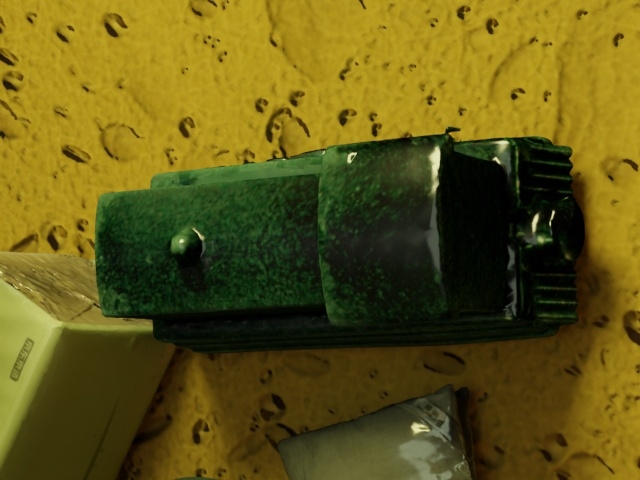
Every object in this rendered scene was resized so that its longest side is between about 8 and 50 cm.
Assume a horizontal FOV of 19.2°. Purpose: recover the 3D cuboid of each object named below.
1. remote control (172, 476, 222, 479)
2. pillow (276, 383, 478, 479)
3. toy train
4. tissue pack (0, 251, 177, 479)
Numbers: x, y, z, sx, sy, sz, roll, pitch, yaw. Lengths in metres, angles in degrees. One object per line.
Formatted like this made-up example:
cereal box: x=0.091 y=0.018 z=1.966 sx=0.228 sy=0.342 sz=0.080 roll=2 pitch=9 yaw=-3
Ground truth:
remote control: x=-0.109 y=0.258 z=1.274 sx=0.072 sy=0.042 sz=0.222 roll=2 pitch=53 yaw=24
pillow: x=0.056 y=0.222 z=1.239 sx=0.148 sy=0.050 sz=0.230 roll=-20 pitch=77 yaw=34
toy train: x=0.000 y=0.000 z=1.212 sx=0.330 sy=0.178 sz=0.139 roll=-5 pitch=84 yaw=28
tissue pack: x=-0.218 y=0.134 z=1.334 sx=0.125 sy=0.159 sz=0.234 roll=32 pitch=102 yaw=28
